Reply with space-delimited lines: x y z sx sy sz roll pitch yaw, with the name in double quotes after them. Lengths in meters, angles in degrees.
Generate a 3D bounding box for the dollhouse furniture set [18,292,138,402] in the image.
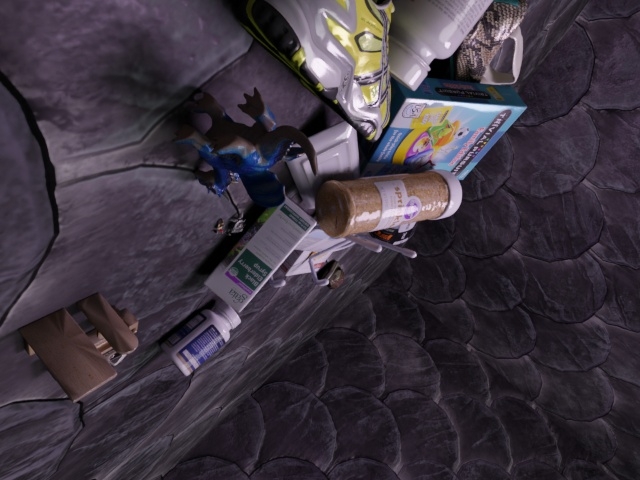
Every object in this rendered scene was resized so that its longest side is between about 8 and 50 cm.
-0.329 0.177 0.612 0.144 0.123 0.151 -32 159 -46 "dollhouse furniture set"

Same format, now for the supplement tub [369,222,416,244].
0.254 -0.100 1.435 0.193 0.193 0.316 -45 165 -11 "supplement tub"

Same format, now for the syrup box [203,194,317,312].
-0.118 0.022 0.835 0.237 0.093 0.096 -49 -176 4 "syrup box"

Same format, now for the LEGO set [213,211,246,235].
-0.161 -0.024 0.769 0.083 0.023 0.054 -31 158 -48 "LEGO set"

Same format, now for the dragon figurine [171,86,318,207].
-0.072 -0.097 0.489 0.144 0.289 0.085 41 69 -48 "dragon figurine"

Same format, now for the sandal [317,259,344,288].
0.063 0.159 1.773 0.120 0.086 0.303 -48 166 2 "sandal"

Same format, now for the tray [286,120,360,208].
0.019 -0.138 0.851 0.145 0.030 0.270 -27 160 -1 "tray"

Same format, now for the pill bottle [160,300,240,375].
-0.271 0.220 0.953 0.169 0.094 0.094 -40 164 -26 "pill bottle"

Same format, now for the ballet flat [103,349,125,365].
-0.379 0.209 0.722 0.114 0.041 0.041 -34 160 -41 "ballet flat"

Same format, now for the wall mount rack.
0.043 0.027 1.015 0.304 0.130 0.350 -25 163 29 "wall mount rack"

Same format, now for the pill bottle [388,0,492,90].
0.180 -0.364 0.649 0.229 0.131 0.131 -53 165 20 "pill bottle"

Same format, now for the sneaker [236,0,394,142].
0.048 -0.246 0.557 0.147 0.145 0.385 -51 167 11 "sneaker"

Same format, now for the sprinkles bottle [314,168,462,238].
0.161 -0.088 0.924 0.355 0.121 0.121 -11 146 -34 "sprinkles bottle"

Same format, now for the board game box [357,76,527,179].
0.265 -0.248 0.971 0.336 0.079 0.253 -5 150 -24 "board game box"

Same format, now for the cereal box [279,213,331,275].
0.000 0.000 1.204 0.240 0.047 0.173 -53 155 22 "cereal box"

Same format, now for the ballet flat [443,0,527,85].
0.380 -0.395 1.009 0.483 0.182 0.164 60 40 -74 "ballet flat"
